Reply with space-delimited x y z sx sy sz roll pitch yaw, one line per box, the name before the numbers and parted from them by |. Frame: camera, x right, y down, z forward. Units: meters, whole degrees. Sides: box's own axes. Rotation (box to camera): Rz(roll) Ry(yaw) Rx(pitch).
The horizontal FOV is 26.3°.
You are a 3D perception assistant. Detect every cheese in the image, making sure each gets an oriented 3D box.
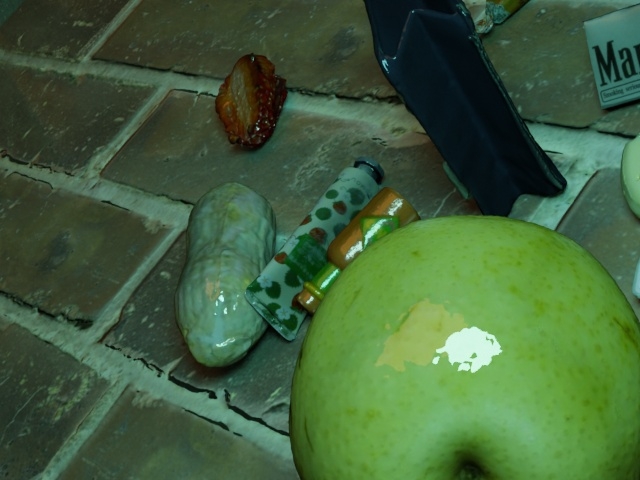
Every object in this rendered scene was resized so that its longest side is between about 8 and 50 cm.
cheese | 0.374 -0.041 1.489 0.127 0.050 0.255 -9 45 38

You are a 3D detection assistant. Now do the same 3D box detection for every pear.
pear | 0.139 0.146 1.256 0.348 0.348 0.348 -26 36 21

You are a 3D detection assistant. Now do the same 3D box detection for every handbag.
handbag | 0.154 -0.207 1.666 0.122 0.303 0.329 -30 35 11

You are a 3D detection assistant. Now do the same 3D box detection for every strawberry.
strawberry | -0.103 -0.206 2.131 0.121 0.082 0.188 -44 38 32

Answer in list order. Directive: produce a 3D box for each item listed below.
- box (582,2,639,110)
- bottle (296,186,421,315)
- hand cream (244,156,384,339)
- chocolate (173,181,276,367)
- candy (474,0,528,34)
box | 0.407 -0.233 1.635 0.177 0.036 0.115 -16 82 33
bottle | 0.044 0.019 1.732 0.187 0.069 0.069 -47 34 -6
hand cream | 0.000 0.000 1.783 0.059 0.095 0.276 -13 37 53
chocolate | -0.123 0.036 1.816 0.134 0.134 0.309 -24 37 24
candy | 0.279 -0.357 1.948 0.182 0.046 0.053 -48 37 -3
